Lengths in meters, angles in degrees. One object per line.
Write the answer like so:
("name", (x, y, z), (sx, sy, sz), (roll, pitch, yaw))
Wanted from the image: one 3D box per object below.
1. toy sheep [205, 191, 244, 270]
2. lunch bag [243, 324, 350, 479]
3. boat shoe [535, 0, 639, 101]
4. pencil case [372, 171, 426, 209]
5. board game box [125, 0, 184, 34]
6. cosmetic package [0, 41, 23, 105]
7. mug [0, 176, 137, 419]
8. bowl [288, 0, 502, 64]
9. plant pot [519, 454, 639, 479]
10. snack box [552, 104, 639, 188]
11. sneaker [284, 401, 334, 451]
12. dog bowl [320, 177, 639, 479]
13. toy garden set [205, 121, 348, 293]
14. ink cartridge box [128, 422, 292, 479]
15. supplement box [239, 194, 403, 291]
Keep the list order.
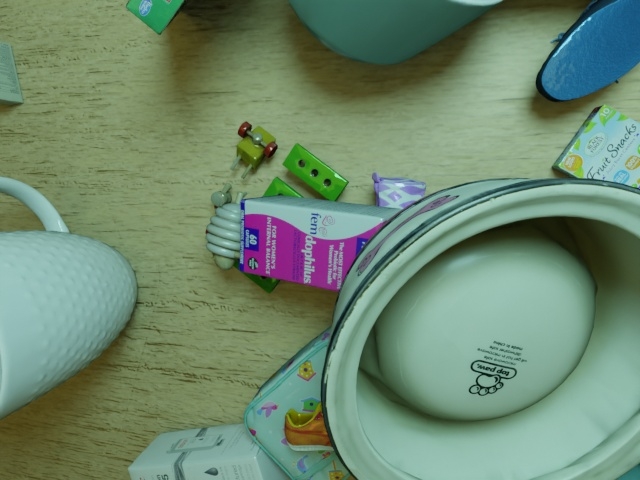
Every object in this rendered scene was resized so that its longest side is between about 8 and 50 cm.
("toy sheep", (-0.144, -0.015, 0.674), (0.091, 0.091, 0.132), (16, 90, 11))
("lunch bag", (0.022, 0.295, 0.721), (0.279, 0.108, 0.224), (-43, 87, 17))
("boat shoe", (0.398, -0.283, 0.542), (0.258, 0.089, 0.109), (-39, 102, 12))
("pencil case", (0.114, -0.002, 0.656), (0.088, 0.086, 0.206), (4, 100, -10))
("board game box", (-0.160, -0.401, 0.555), (0.046, 0.317, 0.213), (36, 109, -31))
("cosmetic package", (-0.637, -0.329, 0.804), (0.041, 0.060, 0.115), (-5, 97, 16))
("mug", (-0.508, 0.071, 0.700), (0.276, 0.328, 0.374), (-17, 95, 16))
("bowl", (0.070, -0.355, 0.525), (0.311, 0.311, 0.163), (48, 146, 2))
("plant pot", (0.331, 0.396, 0.579), (0.235, 0.293, 0.293), (37, 107, 19))
("snack box", (0.429, -0.113, 0.585), (0.141, 0.037, 0.100), (33, 105, 7))
("sneaker", (0.024, 0.285, 0.631), (0.175, 0.064, 0.068), (-9, 88, 12))
("dog bowl", (0.196, 0.114, 0.470), (0.407, 0.150, 0.408), (-2, 112, -5))
("toy garden set", (-0.098, -0.065, 0.723), (0.203, 0.049, 0.244), (37, 107, 4))
("ink cartridge box", (-0.204, 0.491, 0.806), (0.282, 0.117, 0.207), (-14, 96, 16))
("supplement box", (0.000, 0.000, 0.605), (0.219, 0.114, 0.111), (8, 103, 23))
